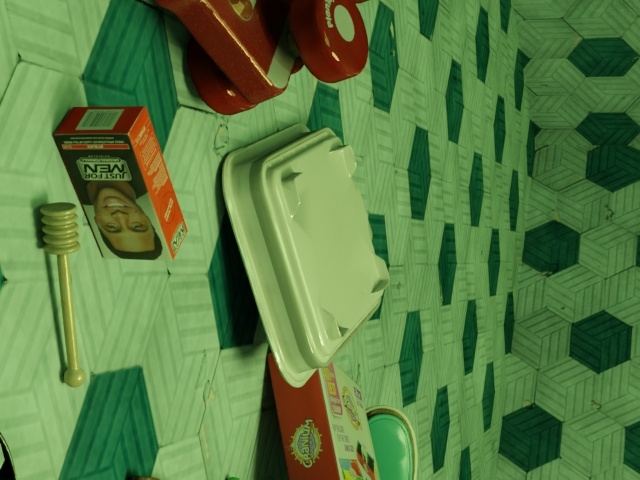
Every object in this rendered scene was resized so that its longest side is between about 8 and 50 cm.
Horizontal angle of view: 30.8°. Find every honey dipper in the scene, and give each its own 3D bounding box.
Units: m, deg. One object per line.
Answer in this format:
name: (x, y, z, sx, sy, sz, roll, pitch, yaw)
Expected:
honey dipper: (-0.211, 0.049, 0.965, 0.030, 0.030, 0.160, -43, 135, -65)

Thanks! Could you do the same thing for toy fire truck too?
toy fire truck: (-0.070, -0.293, 1.187, 0.254, 0.169, 0.302, 50, 40, -37)

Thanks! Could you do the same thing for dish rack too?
dish rack: (0.000, 0.000, 1.437, 0.333, 0.072, 0.285, -40, 114, -68)

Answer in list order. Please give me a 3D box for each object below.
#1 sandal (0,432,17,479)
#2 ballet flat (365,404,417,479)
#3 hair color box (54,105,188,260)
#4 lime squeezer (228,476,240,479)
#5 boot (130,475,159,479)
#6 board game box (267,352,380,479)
sandal: (-0.231, 0.152, 0.763, 0.254, 0.054, 0.097, 65, 21, -7)
ballet flat: (0.058, 0.430, 1.707, 0.139, 0.139, 0.400, -4, 99, -72)
hair color box: (-0.170, -0.048, 1.008, 0.043, 0.072, 0.141, -70, 154, -45)
lime squeezer: (-0.133, 0.378, 1.224, 0.110, 0.059, 0.310, 119, -15, -57)
boot: (-0.160, 0.291, 1.127, 0.106, 0.037, 0.114, 31, 59, -55)
board game box: (0.024, 0.314, 1.491, 0.242, 0.064, 0.316, 51, 24, -63)
